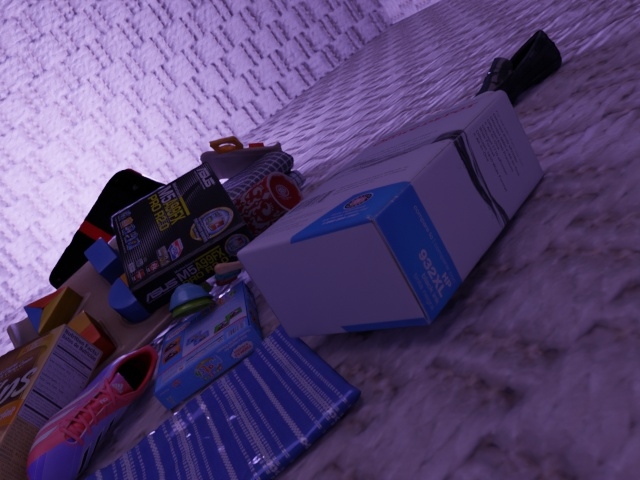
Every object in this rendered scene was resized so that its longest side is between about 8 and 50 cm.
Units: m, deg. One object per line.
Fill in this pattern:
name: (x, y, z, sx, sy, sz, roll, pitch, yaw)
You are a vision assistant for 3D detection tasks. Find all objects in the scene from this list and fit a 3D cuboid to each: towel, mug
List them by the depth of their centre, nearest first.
towel: (-0.132, 0.225, 0.692, 0.336, 0.040, 0.243, -38, 18, -10)
mug: (-0.115, -0.059, 1.256, 0.169, 0.113, 0.150, -35, 11, 34)
towel: (-0.204, -0.089, 1.539, 0.284, 0.121, 0.235, -18, 23, 45)

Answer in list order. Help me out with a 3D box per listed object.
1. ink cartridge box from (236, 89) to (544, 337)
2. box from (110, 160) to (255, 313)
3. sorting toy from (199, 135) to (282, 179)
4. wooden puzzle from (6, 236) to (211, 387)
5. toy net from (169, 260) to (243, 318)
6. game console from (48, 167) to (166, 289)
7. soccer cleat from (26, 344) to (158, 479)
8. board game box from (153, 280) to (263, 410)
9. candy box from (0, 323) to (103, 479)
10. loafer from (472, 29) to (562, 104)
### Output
ink cartridge box: (0.090, -0.032, 0.770, 0.223, 0.129, 0.307, -16, 21, 48)
box: (-0.250, -0.017, 1.162, 0.216, 0.060, 0.270, -32, 37, -4)
sorting toy: (-0.189, -0.203, 1.622, 0.196, 0.047, 0.347, -8, -14, 0)
wooden puzzle: (-0.417, 0.118, 1.228, 0.348, 0.080, 0.322, -41, 43, -13)
toy net: (-0.124, 0.056, 1.012, 0.232, 0.045, 0.122, -26, -12, 16)
game console: (-0.442, 0.011, 1.479, 0.387, 0.060, 0.341, 22, 80, 45)
soccer cleat: (-0.314, 0.239, 0.915, 0.095, 0.083, 0.248, -48, 3, 32)
board game box: (-0.165, 0.146, 0.968, 0.160, 0.039, 0.211, -35, 17, 0)
candy box: (-0.462, 0.289, 0.954, 0.183, 0.087, 0.316, -24, 34, 28)
loafer: (0.314, -0.277, 1.124, 0.223, 0.078, 0.076, -38, 17, -8)
